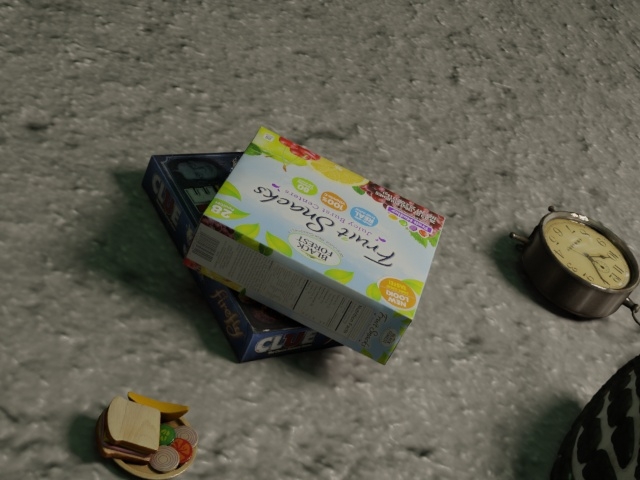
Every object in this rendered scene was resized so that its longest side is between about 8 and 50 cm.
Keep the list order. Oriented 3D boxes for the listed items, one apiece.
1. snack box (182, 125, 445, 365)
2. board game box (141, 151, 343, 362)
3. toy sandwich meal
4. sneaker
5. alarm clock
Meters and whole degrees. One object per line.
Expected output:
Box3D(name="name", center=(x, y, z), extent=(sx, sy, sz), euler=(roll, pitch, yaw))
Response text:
Box3D(name="snack box", center=(0.000, 0.000, 1.017), extent=(0.207, 0.070, 0.174), euler=(26, 36, 1))
Box3D(name="board game box", center=(-0.055, 0.006, 1.072), extent=(0.165, 0.042, 0.243), euler=(-6, 48, -36))
Box3D(name="toy sandwich meal", center=(-0.136, 0.152, 0.860), extent=(0.085, 0.029, 0.086), euler=(16, 38, -13))
Box3D(name="sneaker", center=(0.319, 0.258, 0.923), extent=(0.182, 0.158, 0.410), euler=(33, 30, -15))
Box3D(name="alarm clock", center=(0.308, 0.042, 1.231), extent=(0.192, 0.064, 0.129), euler=(39, 38, 20))
